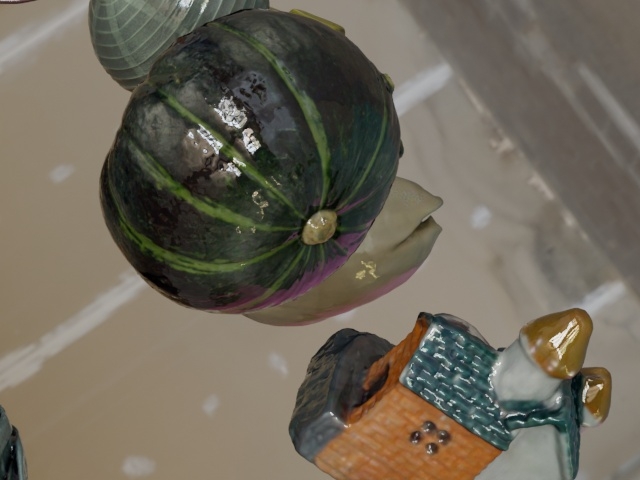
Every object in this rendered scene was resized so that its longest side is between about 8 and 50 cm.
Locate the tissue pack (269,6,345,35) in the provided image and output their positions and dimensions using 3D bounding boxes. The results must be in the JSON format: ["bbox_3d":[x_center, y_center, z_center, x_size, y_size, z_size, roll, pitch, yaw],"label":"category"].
[{"bbox_3d":[-0.050,-0.288,2.023,0.123,0.127,0.178,26,-163,29],"label":"tissue pack"}]

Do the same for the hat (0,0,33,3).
[{"bbox_3d":[-0.285,-0.308,1.161,0.205,0.205,0.089,57,-175,-8],"label":"hat"}]

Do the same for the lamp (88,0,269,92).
[{"bbox_3d":[-0.191,-0.307,1.745,0.265,0.233,0.233,-16,115,38],"label":"lamp"}]

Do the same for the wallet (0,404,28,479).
[{"bbox_3d":[-0.394,0.404,1.675,0.237,0.075,0.342,-109,14,-71],"label":"wallet"}]

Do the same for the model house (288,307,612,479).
[{"bbox_3d":[0.162,0.138,1.260,0.271,0.301,0.190,35,-143,-9],"label":"model house"}]

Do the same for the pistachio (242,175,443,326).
[{"bbox_3d":[0.000,0.000,1.709,0.226,0.331,0.208,-45,-59,-74],"label":"pistachio"}]

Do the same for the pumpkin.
[{"bbox_3d":[-0.068,-0.077,1.340,0.241,0.323,0.323,47,171,24],"label":"pumpkin"}]
